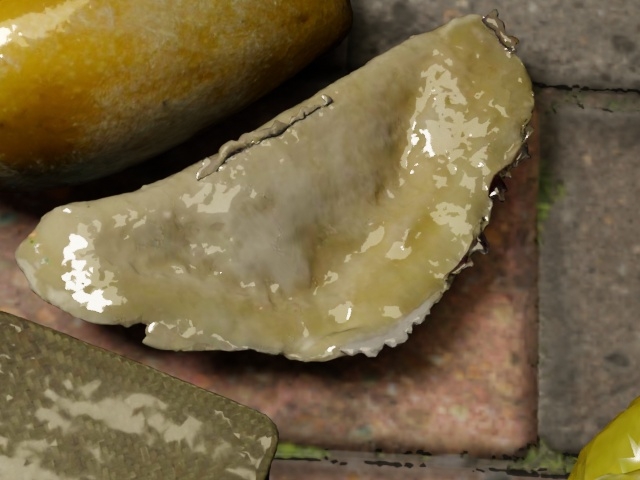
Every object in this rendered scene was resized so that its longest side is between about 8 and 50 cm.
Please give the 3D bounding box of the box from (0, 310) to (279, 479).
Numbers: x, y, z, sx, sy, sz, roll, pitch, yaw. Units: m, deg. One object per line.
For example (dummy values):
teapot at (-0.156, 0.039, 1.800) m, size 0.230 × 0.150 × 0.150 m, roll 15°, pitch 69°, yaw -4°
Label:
box at (-0.151, 0.202, 0.999) m, size 0.184 × 0.143 × 0.273 m, roll 19°, pitch 64°, yaw 8°

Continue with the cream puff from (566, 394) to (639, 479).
cream puff at (0.173, 0.250, 0.909) m, size 0.378 × 0.275 × 0.378 m, roll -9°, pitch 74°, yaw 34°

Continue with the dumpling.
dumpling at (-0.002, -0.002, 1.135) m, size 0.332 × 0.086 × 0.166 m, roll -27°, pitch 82°, yaw -15°

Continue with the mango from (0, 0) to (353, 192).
mango at (-0.110, -0.114, 1.131) m, size 0.316 × 0.193 × 0.146 m, roll -11°, pitch 86°, yaw -31°
